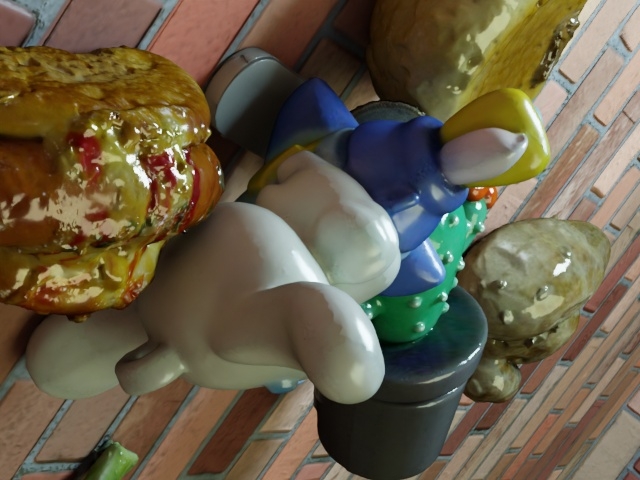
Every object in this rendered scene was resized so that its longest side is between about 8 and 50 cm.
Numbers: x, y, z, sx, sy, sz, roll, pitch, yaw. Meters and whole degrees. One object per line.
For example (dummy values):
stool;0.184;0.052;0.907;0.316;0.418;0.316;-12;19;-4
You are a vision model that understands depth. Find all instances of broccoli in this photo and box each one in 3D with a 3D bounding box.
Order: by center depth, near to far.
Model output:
broccoli;-0.241;0.280;1.236;0.204;0.122;0.118;-59;173;-16

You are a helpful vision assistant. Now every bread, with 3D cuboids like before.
bread;0.136;-0.194;1.152;0.244;0.134;0.244;-42;157;-22

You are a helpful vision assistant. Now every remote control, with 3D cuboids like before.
remote control;-0.030;-0.102;1.127;0.077;0.022;0.245;-54;156;5

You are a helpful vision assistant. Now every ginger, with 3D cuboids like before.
ginger;0.269;0.090;1.744;0.244;0.155;0.304;-40;153;-26

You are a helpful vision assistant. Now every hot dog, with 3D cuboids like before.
hot dog;-0.159;-0.040;0.833;0.257;0.153;0.150;-12;135;-54

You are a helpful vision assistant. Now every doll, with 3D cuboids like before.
doll;-0.008;0.014;1.000;0.365;0.376;0.187;-39;128;-34

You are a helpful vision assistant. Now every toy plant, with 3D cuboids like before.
toy plant;0.075;0.073;1.375;0.280;0.185;0.400;-8;131;-16

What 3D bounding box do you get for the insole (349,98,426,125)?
insole;0.000;0.000;1.186;0.348;0.119;0.009;-53;-159;39
